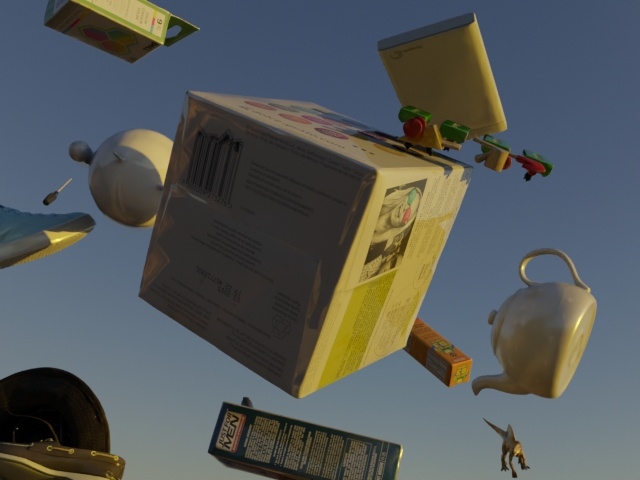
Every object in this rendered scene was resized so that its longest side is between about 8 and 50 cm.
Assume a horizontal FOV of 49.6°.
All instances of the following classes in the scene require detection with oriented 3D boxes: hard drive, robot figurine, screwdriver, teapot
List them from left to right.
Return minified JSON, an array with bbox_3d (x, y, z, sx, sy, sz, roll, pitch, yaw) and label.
[{"bbox_3d":[-0.733,-0.143,1.944,0.024,0.170,0.025,30,-58,-10],"label":"screwdriver"},{"bbox_3d":[-0.383,-0.123,1.459,0.300,0.199,0.353,23,-8,-15],"label":"robot figurine"},{"bbox_3d":[0.309,-0.379,1.716,0.233,0.047,0.353,-12,-40,21],"label":"hard drive"},{"bbox_3d":[0.437,0.182,1.417,0.187,0.256,0.252,22,-50,30],"label":"teapot"}]

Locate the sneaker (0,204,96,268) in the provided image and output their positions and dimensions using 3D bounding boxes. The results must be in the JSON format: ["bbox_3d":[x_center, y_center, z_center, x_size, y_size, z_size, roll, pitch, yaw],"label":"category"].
[{"bbox_3d":[-0.641,-0.028,1.420,0.135,0.150,0.366,-24,-1,43],"label":"sneaker"}]

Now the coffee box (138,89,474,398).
[{"bbox_3d":[-0.020,-0.016,1.084,0.338,0.338,0.334,27,20,28],"label":"coffee box"}]

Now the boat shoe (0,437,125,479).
[{"bbox_3d":[-0.438,0.367,1.136,0.228,0.068,0.081,16,-49,-5],"label":"boat shoe"}]

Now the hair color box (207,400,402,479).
[{"bbox_3d":[-0.024,0.416,1.329,0.347,0.105,0.174,11,-26,10],"label":"hair color box"}]

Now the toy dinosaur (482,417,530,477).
[{"bbox_3d":[0.371,0.400,1.346,0.053,0.092,0.183,-9,1,-3],"label":"toy dinosaur"}]

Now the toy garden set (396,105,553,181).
[{"bbox_3d":[0.228,-0.137,1.056,0.244,0.049,0.204,23,17,8],"label":"toy garden set"}]

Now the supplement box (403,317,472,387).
[{"bbox_3d":[0.309,0.304,1.896,0.078,0.233,0.080,-10,-60,-30],"label":"supplement box"}]

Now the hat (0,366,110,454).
[{"bbox_3d":[-0.533,0.402,1.294,0.331,0.331,0.134,1,-18,5],"label":"hat"}]

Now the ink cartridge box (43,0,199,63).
[{"bbox_3d":[-0.312,-0.340,1.098,0.209,0.062,0.109,18,-18,-39],"label":"ink cartridge box"}]

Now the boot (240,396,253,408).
[{"bbox_3d":[-0.222,0.610,2.200,0.077,0.197,0.137,2,14,-16],"label":"boot"}]
